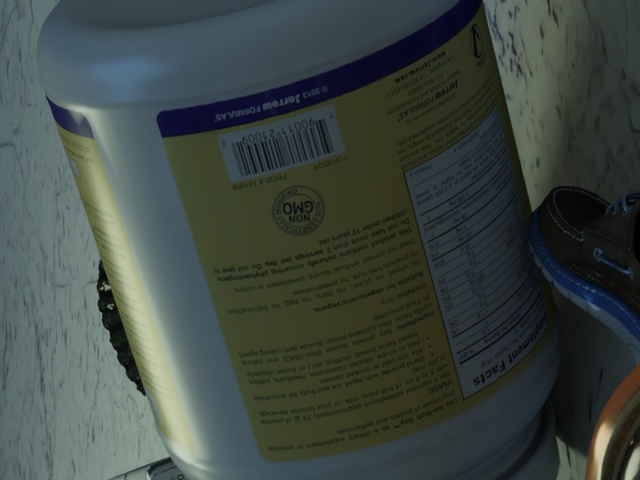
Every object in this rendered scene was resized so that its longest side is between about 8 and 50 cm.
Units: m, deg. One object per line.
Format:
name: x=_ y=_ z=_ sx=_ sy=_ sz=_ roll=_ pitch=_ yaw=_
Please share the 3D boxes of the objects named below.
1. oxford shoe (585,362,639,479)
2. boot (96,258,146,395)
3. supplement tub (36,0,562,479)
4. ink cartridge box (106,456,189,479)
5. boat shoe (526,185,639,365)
oxford shoe: x=0.202 y=0.082 z=0.757 sx=0.363 sy=0.130 sz=0.132 roll=106 pitch=147 yaw=-47
boot: x=-0.118 y=-0.023 z=1.735 sx=0.260 sy=0.131 sz=0.348 roll=161 pitch=107 yaw=-71
supplement tub: x=0.000 y=0.000 z=1.088 sx=0.241 sy=0.241 sz=0.331 roll=-134 pitch=26 yaw=-65
ink cartridge box: x=-0.116 y=0.271 z=1.766 sx=0.218 sy=0.092 sz=0.158 roll=148 pitch=104 yaw=-71
boat shoe: x=0.166 y=0.011 z=0.973 sx=0.183 sy=0.066 sz=0.066 roll=49 pitch=132 yaw=51
